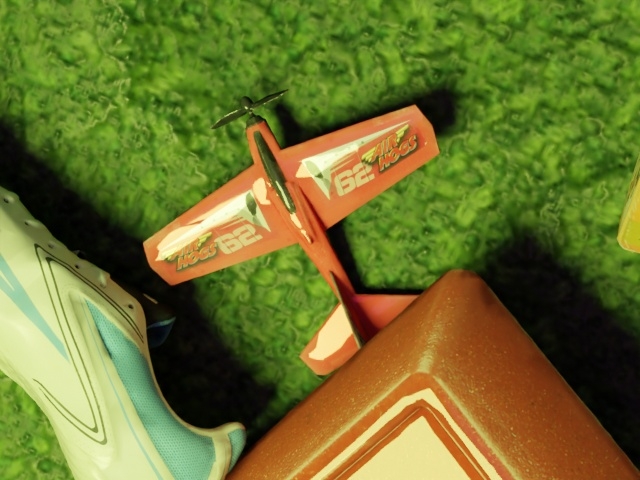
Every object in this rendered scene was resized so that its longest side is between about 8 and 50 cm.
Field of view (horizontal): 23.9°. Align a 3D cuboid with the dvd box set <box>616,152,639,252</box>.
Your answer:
[{"bbox_3d":[0.294,-0.109,0.482,0.308,0.062,0.420,16,139,8],"label":"dvd box set"}]

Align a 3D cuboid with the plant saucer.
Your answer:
[{"bbox_3d":[0.047,0.189,0.662,0.258,0.048,0.259,-44,77,24],"label":"plant saucer"}]

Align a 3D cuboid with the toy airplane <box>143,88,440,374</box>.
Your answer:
[{"bbox_3d":[0.000,0.000,0.701,0.151,0.028,0.151,2,99,12],"label":"toy airplane"}]

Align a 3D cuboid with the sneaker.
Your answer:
[{"bbox_3d":[-0.126,0.030,0.713,0.086,0.085,0.237,-36,82,-20],"label":"sneaker"}]
